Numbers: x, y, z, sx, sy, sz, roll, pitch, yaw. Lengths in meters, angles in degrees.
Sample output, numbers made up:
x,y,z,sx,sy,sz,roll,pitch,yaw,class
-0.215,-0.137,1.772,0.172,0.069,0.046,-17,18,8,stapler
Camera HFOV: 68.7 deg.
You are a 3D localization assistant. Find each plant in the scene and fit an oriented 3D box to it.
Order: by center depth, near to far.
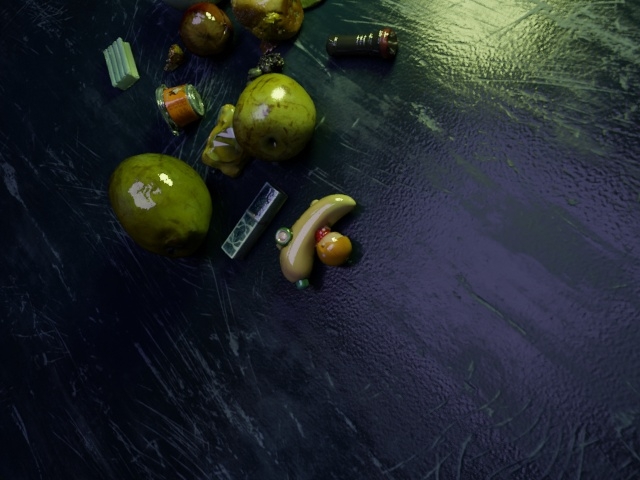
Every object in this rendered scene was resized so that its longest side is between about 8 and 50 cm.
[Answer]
x,y,z,sx,sy,sz,roll,pitch,yaw,class
-0.204,-0.608,1.678,0.174,0.087,0.085,-33,34,22,plant

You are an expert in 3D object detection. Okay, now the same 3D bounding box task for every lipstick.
x,y,z,sx,sy,sz,roll,pitch,yaw,class
-0.227,-0.061,1.606,0.077,0.076,0.289,42,104,23,lipstick

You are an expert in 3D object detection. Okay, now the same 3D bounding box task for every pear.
x,y,z,sx,sy,sz,roll,pitch,yaw,class
-0.150,-0.396,1.522,0.284,0.284,0.283,-4,80,26,pear
-0.550,-0.132,1.636,0.352,0.352,0.413,-47,69,13,pear

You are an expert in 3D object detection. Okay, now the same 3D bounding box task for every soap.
x,y,z,sx,sy,sz,roll,pitch,yaw,class
-0.866,-0.764,2.037,0.115,0.063,0.198,-27,71,22,soap

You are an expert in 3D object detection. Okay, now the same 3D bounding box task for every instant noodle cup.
x,y,z,sx,sy,sz,roll,pitch,yaw,class
-0.523,-0.515,1.780,0.126,0.177,0.208,-17,94,10,instant noodle cup

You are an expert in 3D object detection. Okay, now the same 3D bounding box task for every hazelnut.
x,y,z,sx,sy,sz,roll,pitch,yaw,class
-0.429,-0.800,1.768,0.208,0.208,0.208,-4,80,26,hazelnut

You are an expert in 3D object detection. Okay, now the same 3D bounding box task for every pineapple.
x,y,z,sx,sy,sz,roll,pitch,yaw,class
-0.591,-0.733,1.905,0.114,0.077,0.114,-47,30,24,pineapple

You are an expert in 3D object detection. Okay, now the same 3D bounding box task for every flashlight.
x,y,z,sx,sy,sz,roll,pitch,yaw,class
0.129,-0.632,1.515,0.232,0.093,0.092,13,88,33,flashlight

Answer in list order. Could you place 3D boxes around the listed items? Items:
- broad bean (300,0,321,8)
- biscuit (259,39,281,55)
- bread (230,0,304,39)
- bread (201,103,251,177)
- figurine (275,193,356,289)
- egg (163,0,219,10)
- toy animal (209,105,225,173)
x,y,z,sx,sy,sz,roll,pitch,yaw,class
-0.030,-0.903,1.646,0.207,0.072,0.153,-38,64,30,broad bean
-0.184,-0.722,1.718,0.092,0.016,0.082,-2,80,28,biscuit
-0.199,-0.800,1.632,0.246,0.195,0.176,28,82,30,bread
-0.313,-0.348,1.656,0.161,0.088,0.232,25,98,-5,bread
0.000,0.000,1.459,0.324,0.124,0.222,-48,65,8,figurine
-0.458,-1.026,1.753,0.389,0.276,0.275,-21,74,23,egg
-0.358,-0.367,1.732,0.079,0.070,0.252,25,109,62,toy animal
